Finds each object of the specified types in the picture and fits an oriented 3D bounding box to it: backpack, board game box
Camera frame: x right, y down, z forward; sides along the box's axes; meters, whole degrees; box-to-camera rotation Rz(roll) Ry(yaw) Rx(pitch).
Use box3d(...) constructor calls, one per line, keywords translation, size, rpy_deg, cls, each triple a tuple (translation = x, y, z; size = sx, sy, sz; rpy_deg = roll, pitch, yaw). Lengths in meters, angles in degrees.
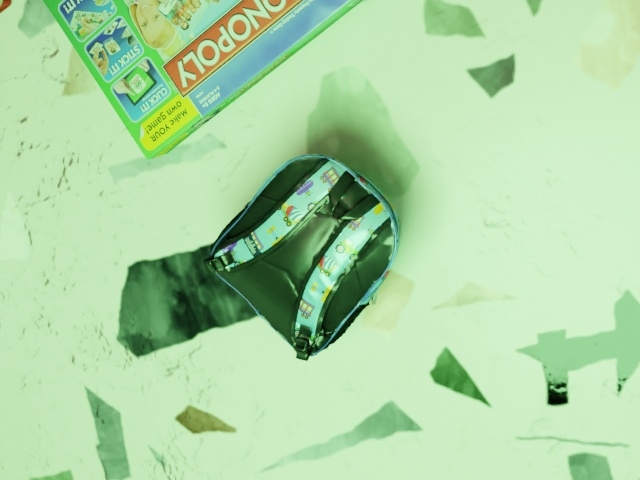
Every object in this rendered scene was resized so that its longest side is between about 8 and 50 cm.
box3d(translation=(0.000, 0.000, 1.286), size=(0.158, 0.117, 0.173), rpy_deg=(43, 115, 8), cls="backpack")
box3d(translation=(-0.109, -0.251, 1.303), size=(0.317, 0.046, 0.213), rpy_deg=(-35, 87, 29), cls="board game box")

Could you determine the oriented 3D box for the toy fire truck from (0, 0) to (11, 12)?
box3d(translation=(-0.342, -0.331, 1.388), size=(0.135, 0.047, 0.192), rpy_deg=(48, 114, 5), cls="toy fire truck")
